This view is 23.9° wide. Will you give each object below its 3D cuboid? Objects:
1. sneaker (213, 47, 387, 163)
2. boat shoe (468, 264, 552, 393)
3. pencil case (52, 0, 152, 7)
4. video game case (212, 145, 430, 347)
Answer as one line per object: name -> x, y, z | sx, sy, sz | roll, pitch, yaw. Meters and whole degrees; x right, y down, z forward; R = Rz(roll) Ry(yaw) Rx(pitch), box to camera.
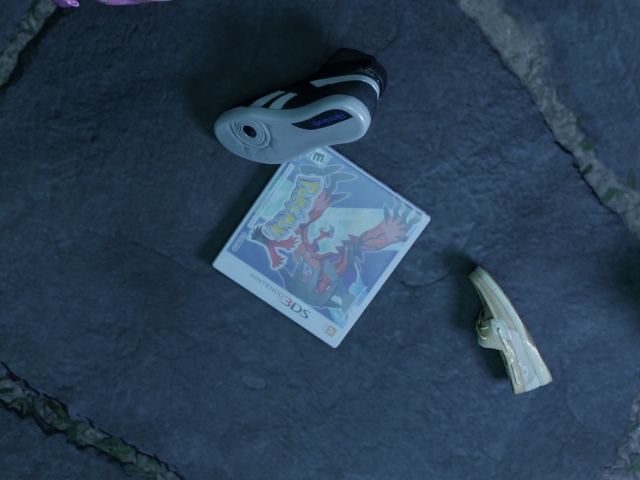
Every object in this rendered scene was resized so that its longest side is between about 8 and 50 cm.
sneaker -> -0.013, -0.159, 1.741 | 0.217, 0.121, 0.079 | -5, 131, 37
boat shoe -> 0.214, 0.110, 1.799 | 0.059, 0.063, 0.170 | -30, 101, 4
pencil case -> -0.214, -0.443, 1.634 | 0.167, 0.160, 0.386 | 5, 105, 1
video game case -> 0.000, 0.000, 1.802 | 0.183, 0.023, 0.201 | 34, 103, -6
